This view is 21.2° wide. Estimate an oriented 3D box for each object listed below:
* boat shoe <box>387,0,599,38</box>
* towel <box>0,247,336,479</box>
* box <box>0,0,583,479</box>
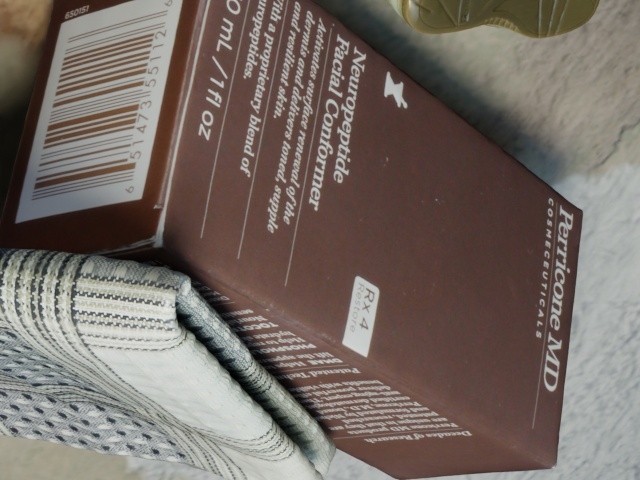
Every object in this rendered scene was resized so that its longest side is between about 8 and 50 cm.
[{"bbox_3d":[0.108,-0.158,1.072,0.153,0.048,0.056,-9,123,-28],"label":"boat shoe"},{"bbox_3d":[-0.168,0.076,0.971,0.312,0.056,0.324,6,160,19],"label":"towel"},{"bbox_3d":[0.000,0.000,1.031,0.143,0.191,0.381,-8,153,37],"label":"box"}]
